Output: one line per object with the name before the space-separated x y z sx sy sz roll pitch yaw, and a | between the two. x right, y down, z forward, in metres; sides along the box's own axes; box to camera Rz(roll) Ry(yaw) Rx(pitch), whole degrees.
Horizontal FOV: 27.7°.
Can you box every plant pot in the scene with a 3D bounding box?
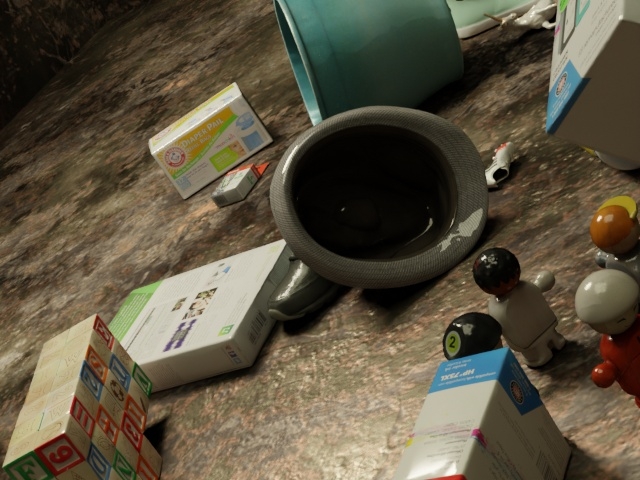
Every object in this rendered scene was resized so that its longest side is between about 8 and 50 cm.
plant pot | 0.086 -0.311 2.116 0.255 0.272 0.272 -20 22 -2

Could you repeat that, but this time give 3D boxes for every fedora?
fedora | 0.071 -0.044 1.690 0.275 0.244 0.124 -10 -15 -8

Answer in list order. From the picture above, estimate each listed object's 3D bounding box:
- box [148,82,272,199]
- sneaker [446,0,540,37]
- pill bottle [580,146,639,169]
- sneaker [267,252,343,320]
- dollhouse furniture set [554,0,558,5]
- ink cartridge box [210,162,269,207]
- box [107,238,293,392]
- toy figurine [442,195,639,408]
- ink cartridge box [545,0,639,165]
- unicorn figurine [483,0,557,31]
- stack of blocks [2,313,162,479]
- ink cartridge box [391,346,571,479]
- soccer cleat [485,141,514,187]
box | -0.208 -0.187 2.433 0.203 0.114 0.103 -34 22 3
sneaker | 0.316 -0.463 2.230 0.256 0.151 0.094 -23 23 22
pill bottle | 0.353 -0.159 1.620 0.103 0.103 0.184 -34 22 1
sneaker | 0.000 0.000 1.781 0.101 0.106 0.267 -5 37 48
dollhouse furniture set | 0.496 -0.395 1.822 0.303 0.286 0.198 -31 -8 -42
ink cartridge box | -0.142 -0.107 2.290 0.063 0.029 0.115 -16 28 37
box | -0.191 0.121 1.862 0.322 0.058 0.232 -17 28 33
toy figurine | 0.235 0.073 1.250 0.213 0.148 0.209 -22 25 28
ink cartridge box | 0.386 -0.247 1.450 0.198 0.197 0.270 115 169 -53
unicorn figurine | 0.364 -0.378 2.128 0.162 0.060 0.111 -31 15 -39
stack of blocks | -0.277 0.237 1.586 0.087 0.171 0.297 -30 22 10
ink cartridge box | 0.132 0.219 1.110 0.078 0.134 0.231 -17 27 34
soccer cleat | 0.244 -0.100 1.754 0.035 0.029 0.083 9 49 47
